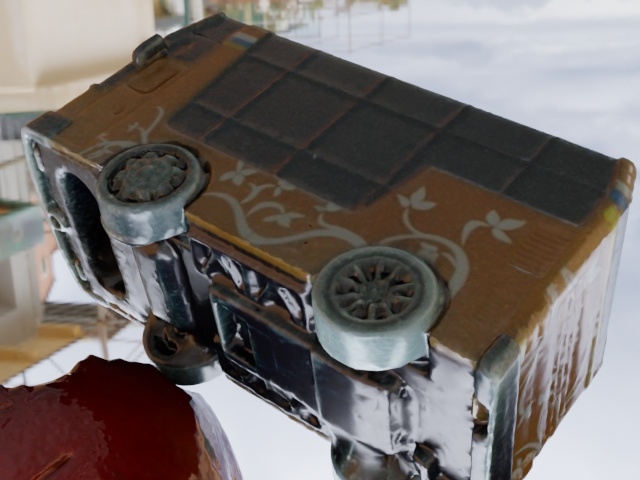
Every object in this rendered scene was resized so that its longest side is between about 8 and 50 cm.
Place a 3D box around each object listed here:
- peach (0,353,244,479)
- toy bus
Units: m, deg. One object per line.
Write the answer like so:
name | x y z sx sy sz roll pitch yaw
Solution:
peach | -0.153 0.137 0.479 0.226 0.196 0.190 31 -160 5
toy bus | 0.000 0.000 0.476 0.275 0.139 0.167 25 -127 30
